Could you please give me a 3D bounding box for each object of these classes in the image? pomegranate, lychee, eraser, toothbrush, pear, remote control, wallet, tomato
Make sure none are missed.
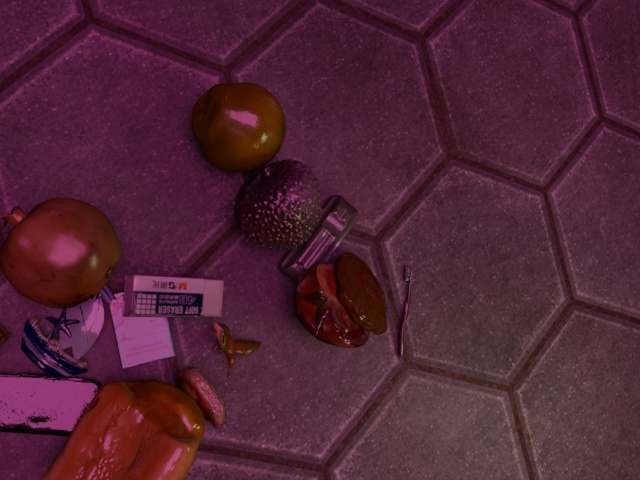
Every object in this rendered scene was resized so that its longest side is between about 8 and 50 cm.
[{"bbox_3d":[-0.723,0.024,1.590,0.319,0.319,0.319,2,84,-19],"label":"pomegranate"},{"bbox_3d":[-0.120,-0.110,1.816,0.300,0.300,0.300,2,84,-19],"label":"lychee"},{"bbox_3d":[-0.441,0.170,1.743,0.287,0.086,0.130,8,80,-35],"label":"eraser"},{"bbox_3d":[0.303,0.254,2.063,0.031,0.023,0.321,7,82,-11],"label":"toothbrush"},{"bbox_3d":[-0.248,-0.350,1.804,0.294,0.294,0.294,2,84,-19],"label":"pear"},{"bbox_3d":[0.000,0.000,1.959,0.128,0.065,0.335,39,74,-9],"label":"remote control"},{"bbox_3d":[-0.803,0.467,1.645,0.318,0.045,0.172,9,85,-19],"label":"wallet"},{"bbox_3d":[0.019,0.227,1.880,0.309,0.170,0.309,44,33,-38],"label":"tomato"}]

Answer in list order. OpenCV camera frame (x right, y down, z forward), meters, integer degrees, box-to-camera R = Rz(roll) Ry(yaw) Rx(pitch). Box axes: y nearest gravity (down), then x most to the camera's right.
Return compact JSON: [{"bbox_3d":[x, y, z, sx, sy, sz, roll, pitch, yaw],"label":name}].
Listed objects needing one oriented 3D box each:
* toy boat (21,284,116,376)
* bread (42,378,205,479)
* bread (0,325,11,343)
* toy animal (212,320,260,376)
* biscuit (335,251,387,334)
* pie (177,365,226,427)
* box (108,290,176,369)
[{"bbox_3d":[-0.736,0.245,1.667,0.210,0.070,0.292,19,81,-9],"label":"toy boat"},{"bbox_3d":[-0.501,0.589,1.603,0.361,0.250,0.394,25,76,18],"label":"bread"},{"bbox_3d":[-0.964,0.247,1.578,0.132,0.103,0.172,-42,101,-15],"label":"bread"},{"bbox_3d":[-0.289,0.345,1.813,0.219,0.095,0.155,26,74,-47],"label":"toy animal"},{"bbox_3d":[0.142,0.171,1.912,0.273,0.049,0.257,41,35,-37],"label":"biscuit"},{"bbox_3d":[-0.353,0.471,1.731,0.084,0.179,0.205,-38,91,-24],"label":"pie"},{"bbox_3d":[-0.544,0.259,1.756,0.162,0.041,0.229,-12,89,-21],"label":"box"}]
